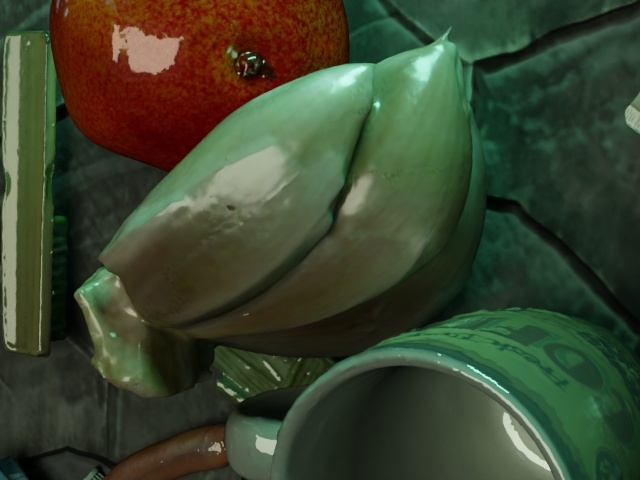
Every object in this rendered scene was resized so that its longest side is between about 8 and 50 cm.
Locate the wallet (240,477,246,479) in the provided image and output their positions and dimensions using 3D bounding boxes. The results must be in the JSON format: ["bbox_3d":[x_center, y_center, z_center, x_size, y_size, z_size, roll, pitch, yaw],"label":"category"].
[{"bbox_3d":[-0.051,0.313,1.455,0.124,0.025,0.244,32,118,22],"label":"wallet"}]

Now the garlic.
[{"bbox_3d":[-0.001,-0.001,1.190,0.325,0.279,0.132,-32,69,17],"label":"garlic"}]

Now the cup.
[{"bbox_3d":[0.090,0.149,1.184,0.301,0.257,0.227,9,105,29],"label":"cup"}]

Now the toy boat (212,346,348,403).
[{"bbox_3d":[-0.035,0.104,1.371,0.293,0.055,0.093,36,118,20],"label":"toy boat"}]

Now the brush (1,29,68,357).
[{"bbox_3d":[-0.245,-0.040,1.473,0.054,0.048,0.282,4,98,29],"label":"brush"}]

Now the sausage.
[{"bbox_3d":[-0.135,0.198,1.467,0.177,0.040,0.047,-27,94,34],"label":"sausage"}]

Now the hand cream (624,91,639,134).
[{"bbox_3d":[0.283,-0.150,1.114,0.080,0.050,0.234,38,124,18],"label":"hand cream"}]

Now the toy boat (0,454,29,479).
[{"bbox_3d":[-0.280,0.300,1.573,0.215,0.088,0.102,65,159,0],"label":"toy boat"}]

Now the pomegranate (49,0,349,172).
[{"bbox_3d":[-0.096,-0.149,1.252,0.257,0.221,0.221,5,107,59],"label":"pomegranate"}]

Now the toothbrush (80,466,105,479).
[{"bbox_3d":[-0.272,0.285,1.509,0.019,0.016,0.219,46,78,-4],"label":"toothbrush"}]
